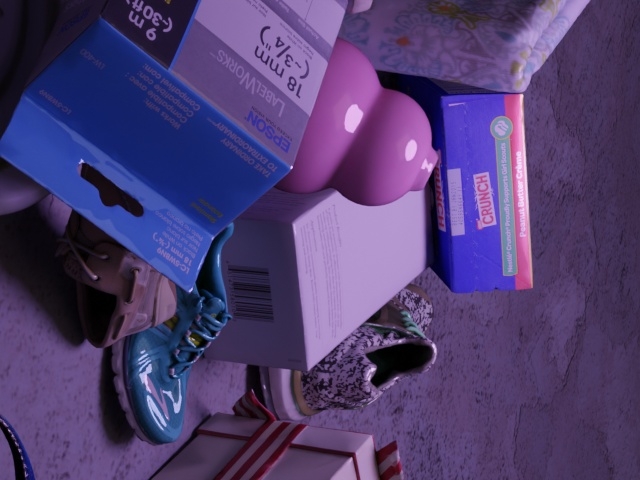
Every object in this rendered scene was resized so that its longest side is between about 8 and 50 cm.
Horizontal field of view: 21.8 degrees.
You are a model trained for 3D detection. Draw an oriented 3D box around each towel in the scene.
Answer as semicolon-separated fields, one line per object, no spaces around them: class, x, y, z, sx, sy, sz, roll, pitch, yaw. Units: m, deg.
towel;0.173;-0.323;2.178;0.374;0.320;0.090;-51;144;-47

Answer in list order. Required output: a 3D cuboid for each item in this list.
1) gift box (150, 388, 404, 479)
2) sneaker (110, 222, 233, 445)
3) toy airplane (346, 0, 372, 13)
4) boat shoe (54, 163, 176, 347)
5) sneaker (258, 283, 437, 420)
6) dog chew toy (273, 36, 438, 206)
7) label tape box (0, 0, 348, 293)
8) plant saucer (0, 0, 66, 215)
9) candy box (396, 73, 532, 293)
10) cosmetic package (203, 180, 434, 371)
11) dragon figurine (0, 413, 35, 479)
gift box;-0.053;0.335;1.918;0.258;0.255;0.276;-40;131;-51
sneaker;-0.158;0.091;1.836;0.107;0.110;0.275;15;81;-62
toy airplane;-0.047;-0.455;1.760;0.386;0.272;0.384;-103;172;-62
boat shoe;-0.209;0.010;1.665;0.098;0.109;0.302;-33;155;-22
sneaker;0.085;0.154;2.221;0.410;0.182;0.158;-26;116;-59
dog chew toy;-0.029;-0.145;1.805;0.207;0.331;0.206;-63;178;-3
label tape box;-0.125;-0.158;1.547;0.240;0.106;0.334;38;52;-28
plant saucer;-0.322;-0.223;1.495;0.400;0.100;0.401;-12;104;-61
candy box;0.192;-0.096;2.291;0.317;0.122;0.268;-118;-156;-74
cosmetic package;0.000;0.000;2.072;0.365;0.155;0.197;-36;125;-56
dragon figurine;-0.277;0.305;1.591;0.085;0.144;0.289;-5;109;-17
